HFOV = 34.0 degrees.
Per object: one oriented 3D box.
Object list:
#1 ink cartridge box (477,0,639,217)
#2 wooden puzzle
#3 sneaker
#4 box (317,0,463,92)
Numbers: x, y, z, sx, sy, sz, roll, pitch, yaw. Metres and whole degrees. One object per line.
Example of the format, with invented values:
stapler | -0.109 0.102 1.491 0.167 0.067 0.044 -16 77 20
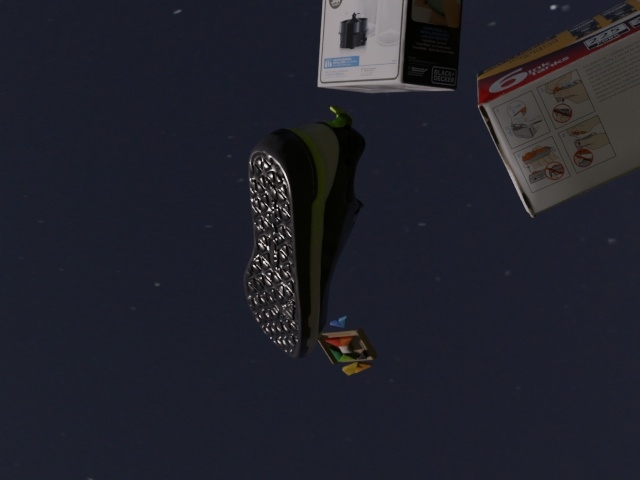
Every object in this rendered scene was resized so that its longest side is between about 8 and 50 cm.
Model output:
ink cartridge box | 0.325 -0.176 1.075 0.309 0.272 0.130 -25 -77 14
wooden puzzle | 0.040 0.159 1.550 0.116 0.079 0.014 53 -146 -32
sneaker | 0.000 0.000 0.858 0.097 0.084 0.234 -25 -40 -30
box | 0.084 -0.322 1.229 0.087 0.169 0.289 1 -84 -35
